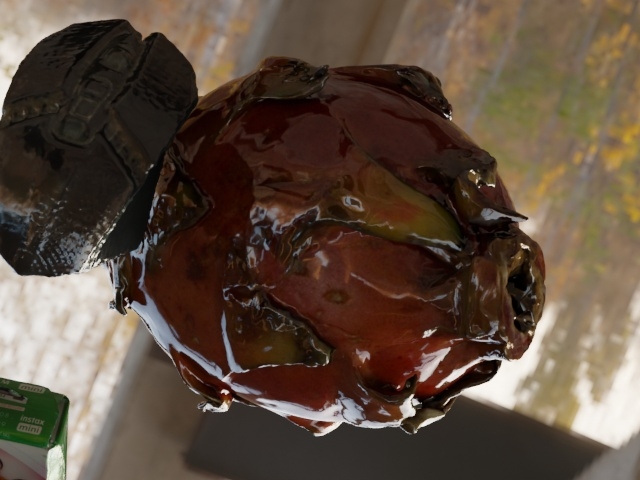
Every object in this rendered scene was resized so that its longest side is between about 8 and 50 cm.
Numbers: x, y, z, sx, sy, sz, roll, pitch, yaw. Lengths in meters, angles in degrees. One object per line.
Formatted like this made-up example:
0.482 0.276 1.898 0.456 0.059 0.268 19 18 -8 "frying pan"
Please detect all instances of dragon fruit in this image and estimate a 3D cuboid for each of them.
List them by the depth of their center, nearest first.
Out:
0.003 0.000 1.104 0.315 0.250 0.250 -16 158 39 "dragon fruit"

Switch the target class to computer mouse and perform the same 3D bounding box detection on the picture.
-0.137 -0.062 1.001 0.106 0.192 0.062 20 148 3 "computer mouse"

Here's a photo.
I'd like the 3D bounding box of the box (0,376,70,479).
-0.387 0.280 2.044 0.180 0.250 0.103 11 -145 2 "box"
